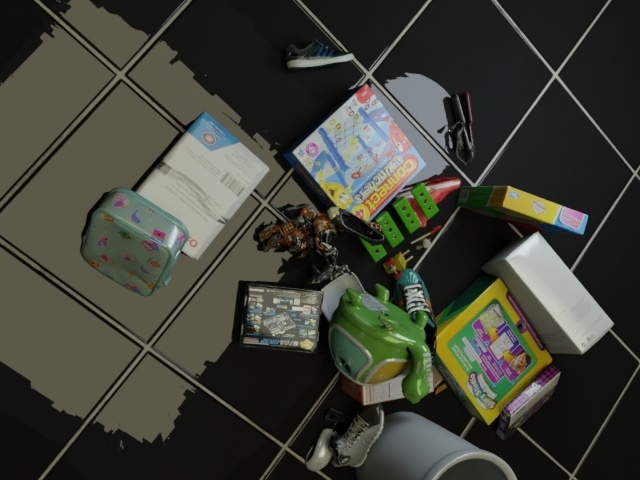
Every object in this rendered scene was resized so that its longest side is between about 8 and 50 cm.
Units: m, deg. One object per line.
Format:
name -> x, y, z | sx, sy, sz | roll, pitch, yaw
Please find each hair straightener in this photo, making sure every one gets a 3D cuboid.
hair straightener -> 0.435, -0.345, 1.924 | 0.089, 0.047, 0.231 | -13, 102, -21

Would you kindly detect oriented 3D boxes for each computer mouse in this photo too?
computer mouse -> 0.025, 0.596, 1.803 | 0.106, 0.042, 0.193 | 32, 81, -21

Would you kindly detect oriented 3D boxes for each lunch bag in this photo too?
lunch bag -> -0.441, 0.012, 1.461 | 0.224, 0.279, 0.108 | 30, 52, -10

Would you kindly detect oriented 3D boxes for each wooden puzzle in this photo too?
wooden puzzle -> 0.350, 0.439, 1.943 | 0.078, 0.014, 0.116 | -35, 105, -21

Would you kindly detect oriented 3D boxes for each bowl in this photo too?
bowl -> 0.059, 0.175, 1.789 | 0.142, 0.053, 0.142 | -32, 104, -18

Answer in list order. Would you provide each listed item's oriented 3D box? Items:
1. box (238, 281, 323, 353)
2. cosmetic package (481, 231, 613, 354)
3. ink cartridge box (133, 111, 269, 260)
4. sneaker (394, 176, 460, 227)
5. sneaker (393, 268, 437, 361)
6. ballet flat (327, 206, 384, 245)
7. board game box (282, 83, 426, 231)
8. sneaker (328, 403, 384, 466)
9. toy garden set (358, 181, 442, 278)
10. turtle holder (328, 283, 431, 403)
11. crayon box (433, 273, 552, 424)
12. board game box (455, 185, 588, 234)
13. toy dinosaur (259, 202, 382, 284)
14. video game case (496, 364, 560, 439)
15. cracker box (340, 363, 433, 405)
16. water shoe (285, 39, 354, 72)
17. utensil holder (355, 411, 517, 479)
box -> -0.109, 0.214, 1.698 | 0.220, 0.051, 0.175 | 6, 91, -8
cosmetic package -> 0.701, 0.170, 1.917 | 0.155, 0.197, 0.366 | -37, 89, -12
ink cartridge box -> -0.321, -0.138, 1.578 | 0.223, 0.129, 0.307 | 41, 78, -19
sneaker -> 0.332, -0.115, 1.880 | 0.221, 0.087, 0.128 | -14, 107, -8
sneaker -> 0.288, 0.215, 1.797 | 0.108, 0.121, 0.302 | -9, 70, -5
ballet flat -> 0.097, -0.044, 1.639 | 0.173, 0.049, 0.058 | 29, 67, -6
board game box -> 0.103, -0.234, 1.767 | 0.308, 0.086, 0.302 | -45, 107, -14
sneaker -> 0.095, 0.560, 1.749 | 0.132, 0.086, 0.229 | 5, 110, -40
toy garden set -> 0.245, -0.023, 1.813 | 0.244, 0.049, 0.204 | -38, 117, -6
turtle holder -> 0.170, 0.281, 1.665 | 0.320, 0.243, 0.228 | 27, 106, 11
crayon box -> 0.526, 0.346, 1.957 | 0.313, 0.106, 0.363 | -40, 106, -12
board game box -> 0.620, -0.095, 1.900 | 0.316, 0.242, 0.064 | 16, 88, -21
toy dinosaur -> 0.000, 0.000, 1.684 | 0.321, 0.164, 0.219 | -10, 91, 21
video game case -> 0.676, 0.532, 1.999 | 0.232, 0.042, 0.210 | -35, 145, -17
cracker box -> 0.194, 0.414, 1.801 | 0.232, 0.155, 0.067 | -4, 95, -21
water shoe -> 0.000, -0.526, 1.717 | 0.203, 0.073, 0.080 | -13, 95, -21
utensil holder -> 0.313, 0.695, 1.741 | 0.327, 0.385, 0.328 | -1, 92, -22
